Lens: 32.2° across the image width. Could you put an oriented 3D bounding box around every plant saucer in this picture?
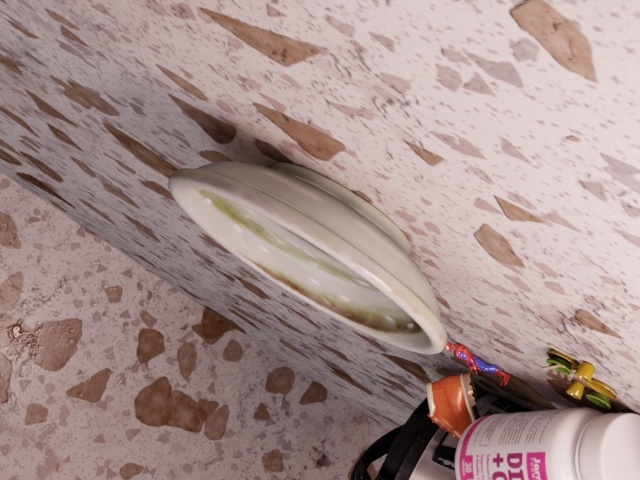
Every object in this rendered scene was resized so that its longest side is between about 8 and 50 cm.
[{"bbox_3d":[0.000,0.000,1.394,0.400,0.100,0.400,30,168,7],"label":"plant saucer"}]

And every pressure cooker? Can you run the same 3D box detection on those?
[{"bbox_3d":[0.263,0.466,1.959,0.420,0.375,0.370,24,166,27],"label":"pressure cooker"}]

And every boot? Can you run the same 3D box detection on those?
[{"bbox_3d":[0.218,0.294,1.783,0.085,0.157,0.059,-13,-178,12],"label":"boot"}]

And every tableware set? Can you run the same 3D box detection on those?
[{"bbox_3d":[0.345,0.188,1.477,0.104,0.024,0.154,27,167,22],"label":"tableware set"}]

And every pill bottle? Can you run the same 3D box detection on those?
[{"bbox_3d":[0.341,0.323,1.591,0.160,0.160,0.283,37,150,-23],"label":"pill bottle"}]

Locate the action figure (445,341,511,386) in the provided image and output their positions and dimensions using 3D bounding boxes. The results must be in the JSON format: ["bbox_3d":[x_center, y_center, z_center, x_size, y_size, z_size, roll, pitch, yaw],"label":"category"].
[{"bbox_3d":[0.244,0.193,1.753,0.115,0.030,0.038,34,172,0],"label":"action figure"}]
